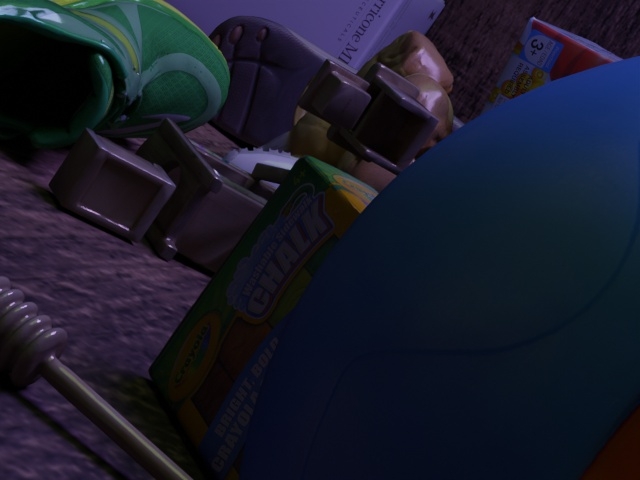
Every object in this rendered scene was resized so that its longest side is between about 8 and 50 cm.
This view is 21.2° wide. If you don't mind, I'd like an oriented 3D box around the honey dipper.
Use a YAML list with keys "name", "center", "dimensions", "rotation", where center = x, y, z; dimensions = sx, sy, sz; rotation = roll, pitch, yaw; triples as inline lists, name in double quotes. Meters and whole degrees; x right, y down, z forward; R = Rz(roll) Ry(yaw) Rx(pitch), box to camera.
- name: "honey dipper"
  center: [-0.078, 0.075, 0.672]
  dimensions: [0.161, 0.030, 0.030]
  rotation: [40, 11, 14]

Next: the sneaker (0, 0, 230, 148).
- name: "sneaker"
  center: [-0.158, -0.096, 1.038]
  dimensions: [0.295, 0.109, 0.123]
  rotation: [9, 35, -53]

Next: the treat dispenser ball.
- name: "treat dispenser ball"
  center: [0.119, 0.088, 0.498]
  dimensions: [0.288, 0.288, 0.288]
  rotation: [33, 10, -7]

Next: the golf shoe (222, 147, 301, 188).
- name: "golf shoe"
  center: [0.000, 0.000, 1.163]
  dimensions: [0.176, 0.069, 0.086]
  rotation: [32, 16, -6]

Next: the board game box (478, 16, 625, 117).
- name: "board game box"
  center: [0.252, -0.026, 1.208]
  dimensions: [0.275, 0.142, 0.144]
  rotation: [33, 13, 26]

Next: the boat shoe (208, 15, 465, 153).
- name: "boat shoe"
  center: [0.053, -0.081, 1.509]
  dimensions: [0.355, 0.132, 0.130]
  rotation: [39, 11, 15]

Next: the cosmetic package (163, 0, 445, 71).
- name: "cosmetic package"
  center: [-0.067, -0.302, 1.965]
  dimensions: [0.365, 0.197, 0.155]
  rotation: [36, 10, 16]

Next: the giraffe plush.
- name: "giraffe plush"
  center: [0.058, -0.033, 1.322]
  dimensions: [0.170, 0.181, 0.210]
  rotation: [41, -28, -24]

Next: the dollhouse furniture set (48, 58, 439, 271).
- name: "dollhouse furniture set"
  center: [-0.053, -0.070, 1.033]
  dimensions: [0.182, 0.161, 0.101]
  rotation: [29, 12, -34]

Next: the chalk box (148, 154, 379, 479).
- name: "chalk box"
  center: [0.023, 0.059, 0.771]
  dimensions: [0.132, 0.132, 0.213]
  rotation: [27, 11, -35]
